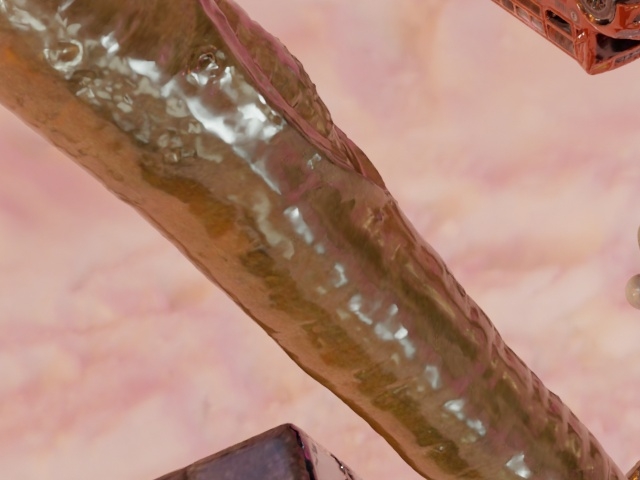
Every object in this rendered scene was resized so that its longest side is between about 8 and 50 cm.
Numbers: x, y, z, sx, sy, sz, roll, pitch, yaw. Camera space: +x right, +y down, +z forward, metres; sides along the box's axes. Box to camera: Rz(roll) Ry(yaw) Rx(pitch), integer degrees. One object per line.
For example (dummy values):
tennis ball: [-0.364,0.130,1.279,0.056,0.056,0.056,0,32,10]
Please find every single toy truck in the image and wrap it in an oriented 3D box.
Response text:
toy truck: [0.185,-0.205,1.067,0.107,0.114,0.253,-26,44,-18]

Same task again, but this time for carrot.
carrot: [-0.001,0.001,0.433,0.070,0.342,0.070,-39,21,18]

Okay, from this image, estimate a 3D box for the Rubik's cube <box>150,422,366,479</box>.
Rubik's cube: [-0.062,0.381,1.046,0.344,0.344,0.337,-25,57,14]

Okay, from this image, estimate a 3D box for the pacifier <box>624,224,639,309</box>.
pacifier: [0.383,0.031,1.630,0.116,0.127,0.150,-29,29,-17]

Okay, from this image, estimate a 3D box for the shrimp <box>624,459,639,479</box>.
shrimp: [0.195,0.147,0.858,0.262,0.066,0.117,-41,32,-3]
